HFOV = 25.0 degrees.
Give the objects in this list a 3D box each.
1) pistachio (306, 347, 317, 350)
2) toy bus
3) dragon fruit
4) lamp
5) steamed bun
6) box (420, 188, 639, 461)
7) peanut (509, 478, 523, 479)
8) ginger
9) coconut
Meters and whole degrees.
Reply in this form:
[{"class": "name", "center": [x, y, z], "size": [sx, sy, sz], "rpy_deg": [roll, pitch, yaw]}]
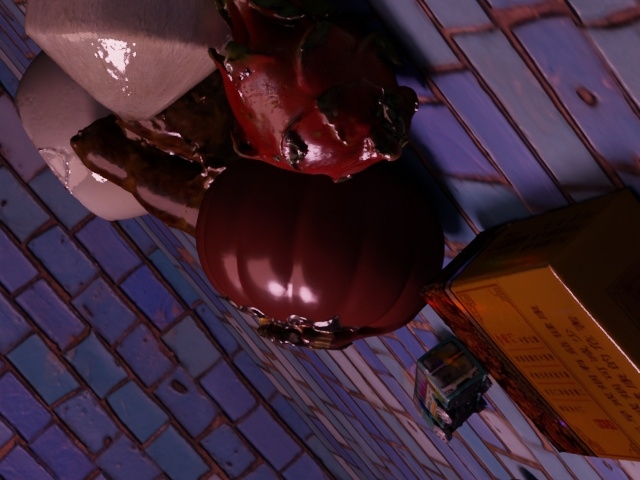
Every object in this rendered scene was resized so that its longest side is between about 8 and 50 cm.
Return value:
[{"class": "pistachio", "center": [-0.021, 0.077, 2.286], "size": [0.293, 0.162, 0.181], "rpy_deg": [32, 124, 59]}, {"class": "toy bus", "center": [0.195, 0.231, 2.200], "size": [0.109, 0.091, 0.261], "rpy_deg": [51, 167, 18]}, {"class": "dragon fruit", "center": [-0.012, -0.190, 1.502], "size": [0.200, 0.198, 0.269], "rpy_deg": [-8, 100, 34]}, {"class": "lamp", "center": [0.000, 0.000, 1.750], "size": [0.303, 0.257, 0.303], "rpy_deg": [11, 180, 0]}, {"class": "steamed bun", "center": [-0.323, -0.194, 2.291], "size": [0.324, 0.206, 0.324], "rpy_deg": [52, -169, -15]}, {"class": "box", "center": [0.274, 0.099, 1.485], "size": [0.264, 0.116, 0.415], "rpy_deg": [47, 167, -3]}, {"class": "peanut", "center": [0.349, 0.447, 2.359], "size": [0.152, 0.076, 0.076], "rpy_deg": [59, 164, -17]}, {"class": "ginger", "center": [-0.133, -0.100, 2.077], "size": [0.418, 0.254, 0.176], "rpy_deg": [36, -150, -9]}, {"class": "coconut", "center": [-0.211, -0.268, 1.625], "size": [0.237, 0.237, 0.265], "rpy_deg": [175, 97, -74]}]
